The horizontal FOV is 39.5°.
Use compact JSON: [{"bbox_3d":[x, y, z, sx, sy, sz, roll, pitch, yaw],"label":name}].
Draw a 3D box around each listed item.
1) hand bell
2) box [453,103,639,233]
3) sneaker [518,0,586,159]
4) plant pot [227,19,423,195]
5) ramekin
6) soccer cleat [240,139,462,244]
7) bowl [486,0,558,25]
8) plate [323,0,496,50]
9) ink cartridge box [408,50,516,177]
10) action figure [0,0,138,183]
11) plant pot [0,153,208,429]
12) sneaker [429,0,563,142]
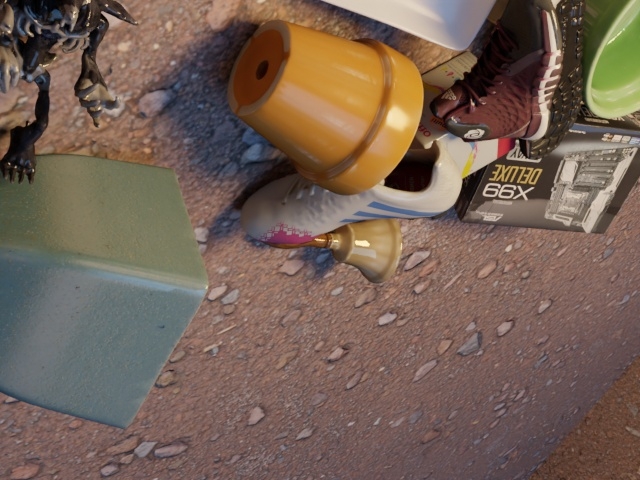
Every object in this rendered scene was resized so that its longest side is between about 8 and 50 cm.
[{"bbox_3d":[0.000,0.000,1.460,0.242,0.126,0.126,6,128,-31],"label":"hand bell"},{"bbox_3d":[0.420,-0.132,1.605,0.308,0.076,0.242,5,132,-17],"label":"box"},{"bbox_3d":[0.327,-0.268,1.371,0.107,0.124,0.283,-21,126,-29],"label":"sneaker"},{"bbox_3d":[-0.007,-0.183,1.137,0.188,0.205,0.205,22,115,-37],"label":"plant pot"},{"bbox_3d":[0.496,-0.361,1.432,0.304,0.148,0.303,-25,145,-19],"label":"ramekin"},{"bbox_3d":[0.033,-0.081,1.273,0.332,0.116,0.143,-10,151,10],"label":"soccer cleat"},{"bbox_3d":[0.288,-0.354,1.237,0.053,0.142,0.142,32,108,-34],"label":"bowl"},{"bbox_3d":[0.126,-0.390,1.068,0.277,0.045,0.278,13,124,-26],"label":"plate"},{"bbox_3d":[0.195,-0.179,1.378,0.176,0.128,0.127,-30,146,-13],"label":"ink cartridge box"},{"bbox_3d":[-0.285,-0.175,0.910,0.164,0.141,0.275,14,123,-38],"label":"action figure"},{"bbox_3d":[-0.317,0.040,1.061,0.252,0.247,0.247,16,121,-31],"label":"plant pot"},{"bbox_3d":[0.224,-0.216,1.181,0.163,0.106,0.281,-14,144,1],"label":"sneaker"}]
